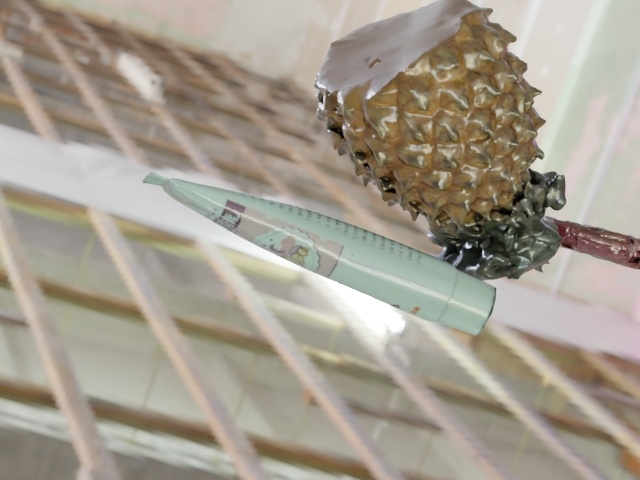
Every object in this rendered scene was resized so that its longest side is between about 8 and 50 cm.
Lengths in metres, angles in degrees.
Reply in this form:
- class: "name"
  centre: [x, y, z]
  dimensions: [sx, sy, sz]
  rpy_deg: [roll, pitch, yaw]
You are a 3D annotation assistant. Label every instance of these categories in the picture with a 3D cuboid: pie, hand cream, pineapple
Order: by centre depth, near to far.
- class: "hand cream"
  centre: [0.000, 0.000, 1.437]
  dimensions: [0.331, 0.058, 0.085]
  rpy_deg: [24, 176, -8]
- class: "pineapple"
  centre: [0.155, -0.072, 1.710]
  dimensions: [0.357, 0.223, 0.223]
  rpy_deg: [58, 169, -28]
- class: "pie"
  centre: [0.315, 0.001, 1.876]
  dimensions: [0.153, 0.038, 0.153]
  rpy_deg: [14, -178, 0]
